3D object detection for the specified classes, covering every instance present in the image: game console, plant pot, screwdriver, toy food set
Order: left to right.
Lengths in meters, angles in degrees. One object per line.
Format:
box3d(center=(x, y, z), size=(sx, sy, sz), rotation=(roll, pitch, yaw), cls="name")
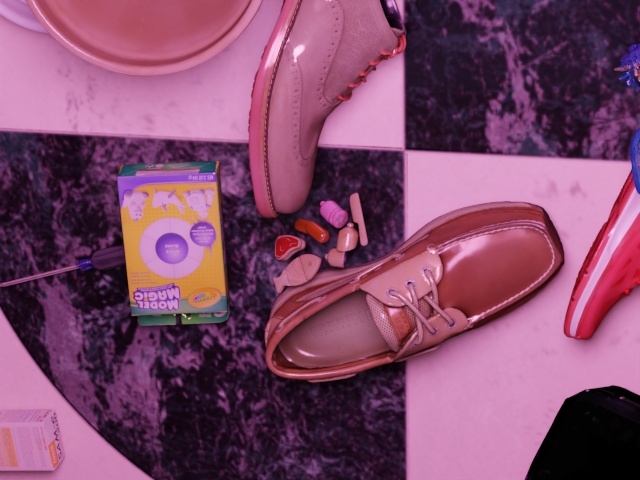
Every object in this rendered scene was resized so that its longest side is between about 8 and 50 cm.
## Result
box3d(center=(-0.270, 0.029, 1.710), size=(0.170, 0.025, 0.024), rotation=(-12, 108, 23), cls="screwdriver")
box3d(center=(-0.154, -0.277, 1.463), size=(0.237, 0.110, 0.237), rotation=(2, 108, 6), cls="plant pot")
box3d(center=(0.000, 0.000, 1.613), size=(0.122, 0.019, 0.078), rotation=(-24, 66, 33), cls="toy food set")
box3d(center=(0.379, 0.293, 1.589), size=(0.361, 0.044, 0.213), rotation=(23, 113, 4), cls="game console")

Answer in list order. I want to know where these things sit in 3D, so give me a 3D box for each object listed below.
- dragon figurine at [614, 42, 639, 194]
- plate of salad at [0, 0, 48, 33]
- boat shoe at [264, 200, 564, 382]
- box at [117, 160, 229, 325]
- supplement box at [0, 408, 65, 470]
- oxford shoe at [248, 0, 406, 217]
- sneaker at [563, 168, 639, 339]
box3d(center=(0.327, -0.078, 1.397), size=(0.144, 0.289, 0.085), rotation=(26, 137, -16), cls="dragon figurine")
box3d(center=(-0.260, -0.301, 1.553), size=(0.200, 0.048, 0.200), rotation=(3, 110, 9), cls="plate of salad")
box3d(center=(0.087, 0.067, 1.577), size=(0.324, 0.120, 0.122), rotation=(-25, 104, 22), cls="boat shoe")
box3d(center=(-0.150, 0.010, 1.648), size=(0.105, 0.043, 0.179), rotation=(-3, 113, 2), cls="box")
box3d(center=(-0.344, 0.225, 1.798), size=(0.098, 0.036, 0.062), rotation=(-2, 111, 15), cls="supplement box")
box3d(center=(0.011, -0.172, 1.501), size=(0.130, 0.123, 0.348), rotation=(13, 115, 3), cls="oxford shoe")
box3d(center=(0.325, 0.021, 1.518), size=(0.128, 0.087, 0.221), rotation=(25, 117, 5), cls="sneaker")
